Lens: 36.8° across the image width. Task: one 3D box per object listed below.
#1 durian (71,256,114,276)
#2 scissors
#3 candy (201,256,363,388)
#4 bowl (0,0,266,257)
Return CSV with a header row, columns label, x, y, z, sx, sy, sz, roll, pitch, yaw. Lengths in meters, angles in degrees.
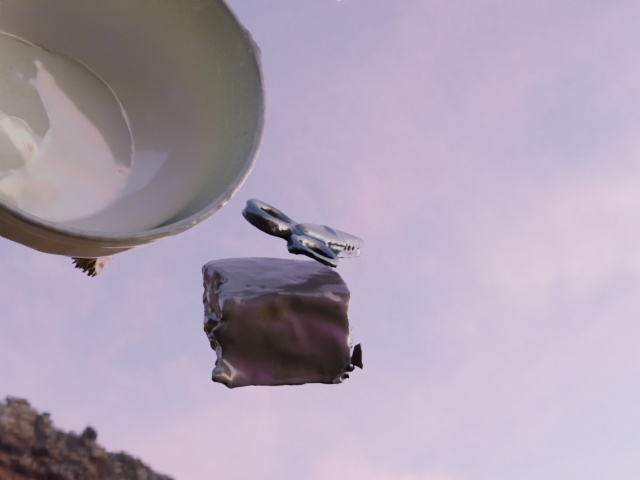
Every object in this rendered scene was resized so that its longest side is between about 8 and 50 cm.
label,x,y,z,sx,sy,sz,roll,pitch,yaw
durian,-0.335,-0.024,1.484,0.132,0.182,0.165,-12,-47,13
scissors,0.000,0.000,1.259,0.041,0.138,0.289,-59,-22,7
candy,-0.057,0.104,1.252,0.195,0.185,0.137,-1,-74,-15
bowl,-0.194,-0.103,0.761,0.277,0.277,0.145,23,-32,-21
